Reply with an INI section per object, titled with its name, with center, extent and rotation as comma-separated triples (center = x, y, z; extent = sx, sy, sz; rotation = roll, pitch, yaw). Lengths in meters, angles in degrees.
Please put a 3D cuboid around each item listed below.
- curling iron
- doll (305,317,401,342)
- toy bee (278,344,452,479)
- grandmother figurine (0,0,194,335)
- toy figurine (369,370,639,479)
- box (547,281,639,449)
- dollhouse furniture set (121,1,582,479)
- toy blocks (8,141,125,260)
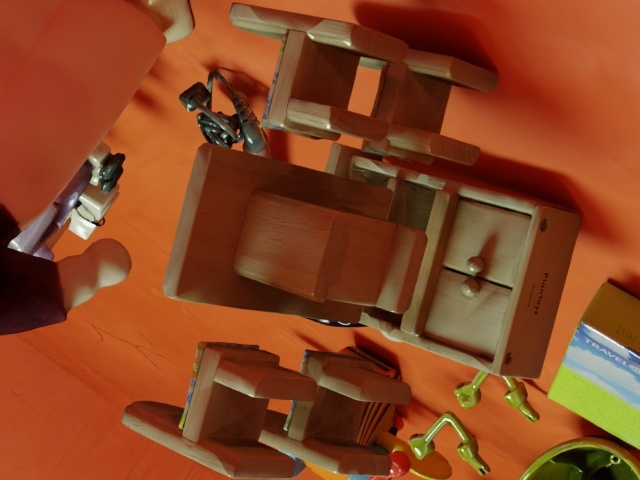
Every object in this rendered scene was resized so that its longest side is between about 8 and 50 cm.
[curling iron]
center = -0.048, -0.048, 1.053
extent = 0.068, 0.035, 0.274
rotation = 51, 175, 18
[doll]
center = -0.007, 0.040, 1.162
extent = 0.189, 0.046, 0.129
rotation = 20, -173, 20
[toy bee]
center = 0.024, 0.189, 1.446
extent = 0.195, 0.162, 0.298
rotation = 42, 139, 1
[grandmother figurine]
center = -0.207, -0.025, 0.858
extent = 0.208, 0.342, 0.104
rotation = 31, 164, 11
[toy figurine]
center = 0.166, 0.235, 1.297
extent = 0.191, 0.217, 0.362
rotation = 44, 123, 16
[box]
center = 0.207, 0.088, 0.925
extent = 0.109, 0.042, 0.178
rotation = 29, 163, 12
[dollhouse furniture set]
center = 0.000, 0.000, 0.785
extent = 0.161, 0.212, 0.242
rotation = 18, -176, 41
[toy blocks]
center = -0.347, -0.013, 1.076
extent = 0.309, 0.260, 0.288
rotation = 35, 162, 1
